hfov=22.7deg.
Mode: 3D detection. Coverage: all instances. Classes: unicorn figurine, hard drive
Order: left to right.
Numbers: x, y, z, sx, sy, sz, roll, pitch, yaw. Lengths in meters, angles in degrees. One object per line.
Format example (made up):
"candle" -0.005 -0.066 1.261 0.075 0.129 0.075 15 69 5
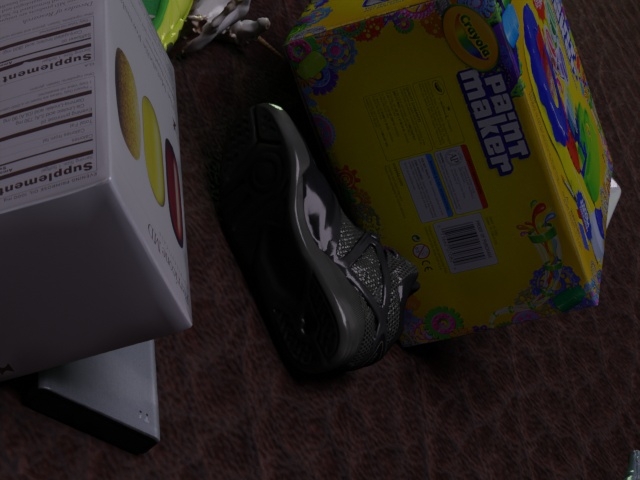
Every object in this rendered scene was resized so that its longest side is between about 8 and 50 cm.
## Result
"hard drive" -0.148 0.064 1.033 0.094 0.022 0.135 30 34 -34
"unicorn figurine" -0.082 -0.198 1.381 0.162 0.111 0.060 -22 68 -42

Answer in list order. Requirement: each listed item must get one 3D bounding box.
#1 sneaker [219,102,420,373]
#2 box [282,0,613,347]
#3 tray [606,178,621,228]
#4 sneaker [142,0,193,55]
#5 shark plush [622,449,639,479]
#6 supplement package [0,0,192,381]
"sneaker" 0.000 0.000 1.266 0.130 0.087 0.227 8 52 -55
"box" 0.124 -0.113 1.381 0.279 0.177 0.290 -68 140 -59
"tray" 0.241 -0.128 1.832 0.270 0.030 0.145 49 29 -4
"sneaker" -0.159 -0.222 1.268 0.123 0.109 0.295 42 28 -21
"shark plush" 0.285 0.248 1.404 0.073 0.067 0.161 48 28 -6
"supplement package" -0.168 -0.057 0.984 0.139 0.134 0.244 66 11 -46
